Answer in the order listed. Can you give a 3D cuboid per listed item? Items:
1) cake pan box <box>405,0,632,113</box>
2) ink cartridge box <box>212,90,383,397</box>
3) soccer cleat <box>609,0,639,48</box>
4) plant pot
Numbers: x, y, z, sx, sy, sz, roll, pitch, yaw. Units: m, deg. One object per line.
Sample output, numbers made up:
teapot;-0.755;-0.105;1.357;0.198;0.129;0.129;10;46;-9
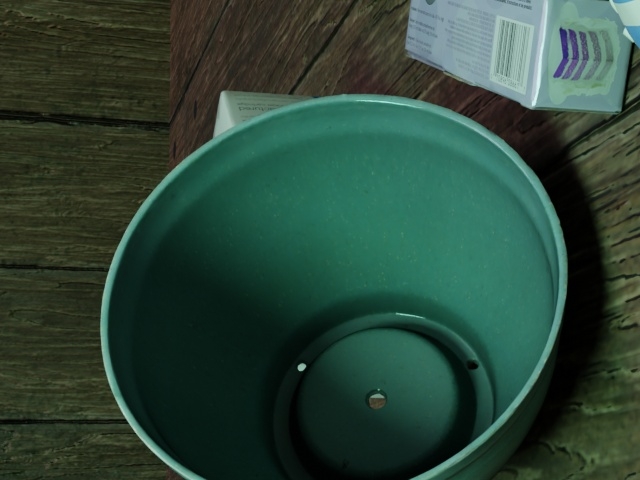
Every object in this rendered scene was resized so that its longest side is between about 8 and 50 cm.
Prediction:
cake pan box;0.134;-0.223;0.833;0.267;0.070;0.246;-133;45;-70
ink cartridge box;0.000;0.000;1.097;0.233;0.171;0.168;-110;27;-55
soccer cleat;0.158;-0.139;0.597;0.331;0.116;0.143;-114;4;-49
plant pot;0.024;0.077;0.863;0.196;0.293;0.293;68;-169;-54
